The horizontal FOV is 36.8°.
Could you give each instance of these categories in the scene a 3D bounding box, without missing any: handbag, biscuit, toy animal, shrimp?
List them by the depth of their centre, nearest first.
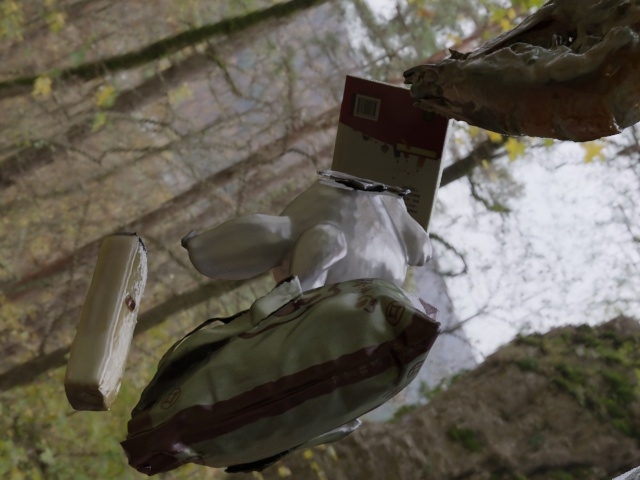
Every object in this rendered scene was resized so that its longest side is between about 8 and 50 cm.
[{"bbox_3d":[-0.020,0.092,0.719,0.213,0.234,0.127,-43,116,-85],"label":"handbag"},{"bbox_3d":[0.190,-0.166,0.862,0.062,0.164,0.316,41,-17,-32],"label":"shrimp"},{"bbox_3d":[-0.215,0.077,0.969,0.056,0.052,0.188,90,4,-54],"label":"biscuit"},{"bbox_3d":[0.007,0.001,1.058,0.325,0.208,0.154,2,99,-56],"label":"toy animal"}]

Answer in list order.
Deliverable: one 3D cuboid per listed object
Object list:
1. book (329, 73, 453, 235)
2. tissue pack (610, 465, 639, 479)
[{"bbox_3d":[0.095,-0.109,1.377,0.022,0.162,0.232,-40,142,-61],"label":"book"},{"bbox_3d":[0.161,0.238,0.673,0.073,0.173,0.235,56,-46,14],"label":"tissue pack"}]
